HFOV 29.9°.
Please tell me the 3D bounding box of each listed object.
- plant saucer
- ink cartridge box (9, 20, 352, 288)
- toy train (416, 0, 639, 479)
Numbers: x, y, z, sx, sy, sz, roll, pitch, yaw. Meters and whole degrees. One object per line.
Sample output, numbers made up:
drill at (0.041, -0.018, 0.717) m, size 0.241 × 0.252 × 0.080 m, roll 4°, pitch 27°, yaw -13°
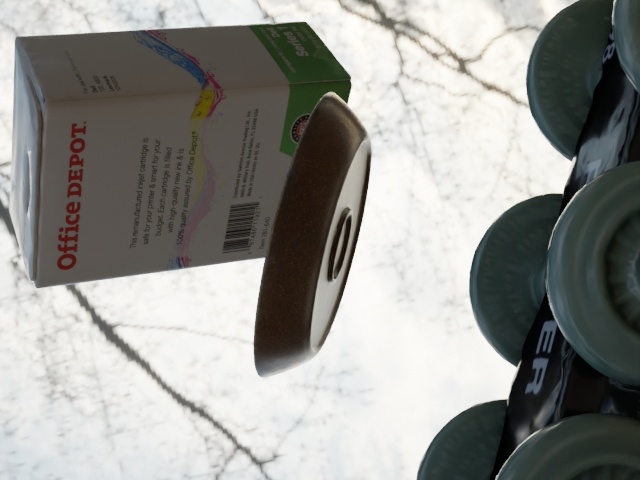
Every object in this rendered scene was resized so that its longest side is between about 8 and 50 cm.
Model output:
plant saucer at (0.000, 0.000, 0.687) m, size 0.168 × 0.029 × 0.168 m, roll 13°, pitch -90°, yaw -80°
ink cartridge box at (-0.133, -0.081, 1.087) m, size 0.278 × 0.201 × 0.117 m, roll -7°, pitch -138°, yaw -24°
toy train at (0.158, 0.032, 0.444) m, size 0.142 × 0.190 × 0.333 m, roll 148°, pitch 139°, yaw -79°
